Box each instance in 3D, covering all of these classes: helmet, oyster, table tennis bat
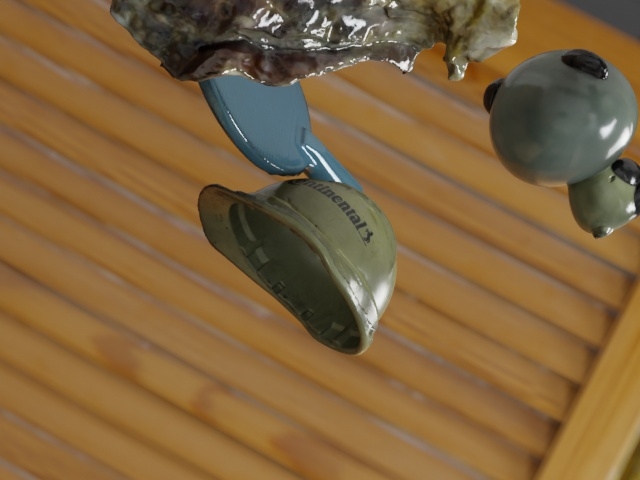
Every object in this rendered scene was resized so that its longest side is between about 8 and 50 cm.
[{"bbox_3d":[-0.001,-0.005,1.931,0.257,0.137,0.204,42,-24,11],"label":"helmet"},{"bbox_3d":[-0.021,-0.204,1.242,0.275,0.271,0.100,56,-14,16],"label":"oyster"},{"bbox_3d":[-0.054,-0.153,1.942,0.044,0.215,0.329,-23,-52,24],"label":"table tennis bat"}]

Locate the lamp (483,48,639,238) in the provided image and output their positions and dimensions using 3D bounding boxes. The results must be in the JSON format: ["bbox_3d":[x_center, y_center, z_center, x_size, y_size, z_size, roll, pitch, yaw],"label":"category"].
[{"bbox_3d":[0.326,-0.128,2.182,0.244,0.198,0.198,54,-22,-16],"label":"lamp"}]
